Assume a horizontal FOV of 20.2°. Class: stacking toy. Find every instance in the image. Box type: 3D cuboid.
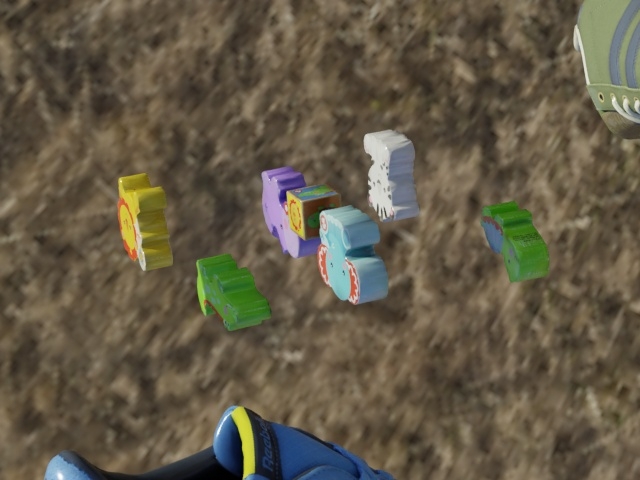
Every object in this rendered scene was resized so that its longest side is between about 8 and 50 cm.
[{"bbox_3d":[0.000,0.000,0.941,0.221,0.167,0.052,-142,44,-63],"label":"stacking toy"}]

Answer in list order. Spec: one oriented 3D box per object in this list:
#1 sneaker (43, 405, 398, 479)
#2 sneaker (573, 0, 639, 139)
[{"bbox_3d":[0.011,0.094,0.546,0.069,0.209,0.082,23,108,62],"label":"sneaker"},{"bbox_3d":[0.162,-0.076,0.804,0.064,0.192,0.086,13,120,-19],"label":"sneaker"}]
